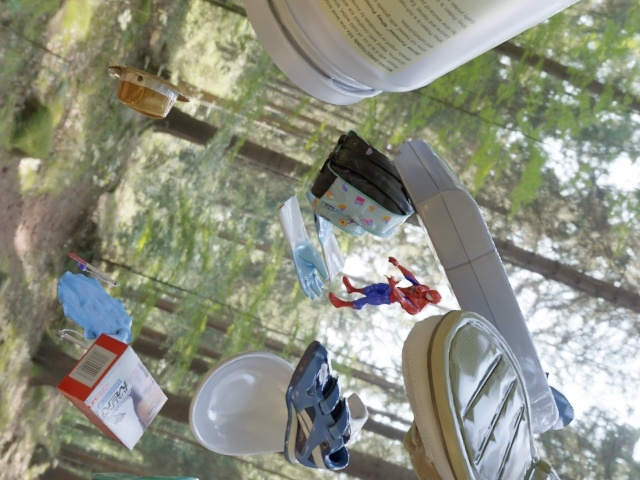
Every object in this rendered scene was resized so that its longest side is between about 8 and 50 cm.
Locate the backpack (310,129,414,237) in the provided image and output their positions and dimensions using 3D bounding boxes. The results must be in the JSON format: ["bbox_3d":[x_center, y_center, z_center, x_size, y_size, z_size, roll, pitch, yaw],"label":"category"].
[{"bbox_3d":[0.087,-0.091,1.139,0.144,0.189,0.165,-61,-178,40],"label":"backpack"}]

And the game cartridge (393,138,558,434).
[{"bbox_3d":[0.160,0.051,0.622,0.060,0.294,0.196,-23,-156,12],"label":"game cartridge"}]

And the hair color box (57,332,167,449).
[{"bbox_3d":[-0.285,0.215,0.847,0.093,0.054,0.167,-57,155,-31],"label":"hair color box"}]

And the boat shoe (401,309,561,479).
[{"bbox_3d":[0.125,0.180,0.524,0.103,0.302,0.113,4,-139,44],"label":"boat shoe"}]

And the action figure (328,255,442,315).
[{"bbox_3d":[0.126,0.090,1.283,0.281,0.139,0.091,1,-140,44],"label":"action figure"}]

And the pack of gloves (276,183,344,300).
[{"bbox_3d":[0.000,0.000,1.306,0.195,0.046,0.231,-45,124,-52],"label":"pack of gloves"}]

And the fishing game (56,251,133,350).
[{"bbox_3d":[-0.447,0.140,1.188,0.041,0.189,0.264,-40,-141,10],"label":"fishing game"}]

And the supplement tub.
[{"bbox_3d":[0.103,-0.277,0.530,0.325,0.235,0.235,-20,-138,44],"label":"supplement tub"}]

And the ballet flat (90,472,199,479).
[{"bbox_3d":[-0.248,0.380,0.835,0.316,0.108,0.106,-28,-125,52],"label":"ballet flat"}]

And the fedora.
[{"bbox_3d":[-0.398,-0.330,1.372,0.194,0.195,0.079,-177,-74,-85],"label":"fedora"}]

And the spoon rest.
[{"bbox_3d":[-0.039,0.216,0.770,0.084,0.277,0.137,29,-84,52],"label":"spoon rest"}]

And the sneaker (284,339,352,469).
[{"bbox_3d":[0.003,0.151,0.545,0.053,0.059,0.144,-49,147,-50],"label":"sneaker"}]

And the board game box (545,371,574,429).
[{"bbox_3d":[0.277,0.216,0.865,0.133,0.169,0.033,59,46,-38],"label":"board game box"}]
